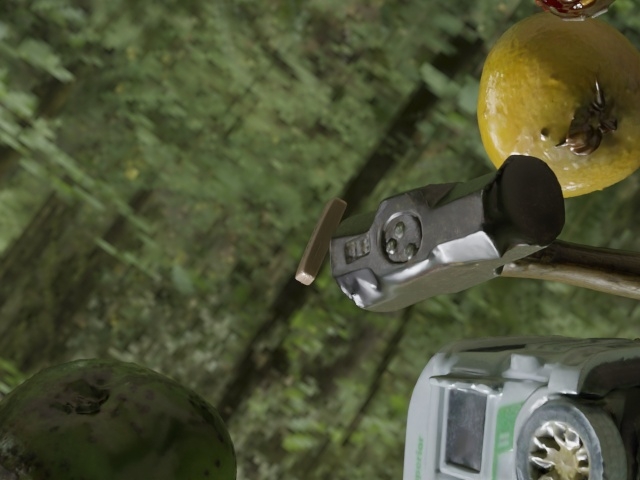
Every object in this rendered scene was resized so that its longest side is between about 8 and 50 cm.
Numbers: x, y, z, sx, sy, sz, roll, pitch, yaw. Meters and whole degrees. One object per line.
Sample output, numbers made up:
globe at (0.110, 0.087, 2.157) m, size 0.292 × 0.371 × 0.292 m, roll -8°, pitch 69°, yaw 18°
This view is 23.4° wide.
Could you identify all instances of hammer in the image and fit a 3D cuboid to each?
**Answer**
hammer at (0.230, 0.023, 1.508) m, size 0.408 × 0.095 × 0.242 m, roll 12°, pitch 158°, yaw -37°

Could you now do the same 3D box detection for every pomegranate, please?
pomegranate at (-0.227, 0.292, 1.623) m, size 0.285 × 0.285 × 0.341 m, roll 30°, pitch 140°, yaw 37°

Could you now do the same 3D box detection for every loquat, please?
loquat at (0.355, -0.189, 2.220) m, size 0.275 × 0.275 × 0.275 m, roll 35°, pitch 172°, yaw 5°

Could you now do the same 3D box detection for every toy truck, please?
toy truck at (0.115, 0.224, 0.759) m, size 0.146 × 0.367 × 0.175 m, roll 3°, pitch -175°, yaw -37°

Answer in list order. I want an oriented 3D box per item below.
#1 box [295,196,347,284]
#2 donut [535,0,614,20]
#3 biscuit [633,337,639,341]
box at (0.000, 0.000, 1.988) m, size 0.025 × 0.115 × 0.048 m, roll 24°, pitch 165°, yaw -3°
donut at (0.161, -0.259, 1.188) m, size 0.230 × 0.096 × 0.216 m, roll 42°, pitch -164°, yaw -40°
biscuit at (0.374, 0.126, 1.496) m, size 0.047 × 0.319 × 0.183 m, roll -163°, pitch 55°, yaw -72°
